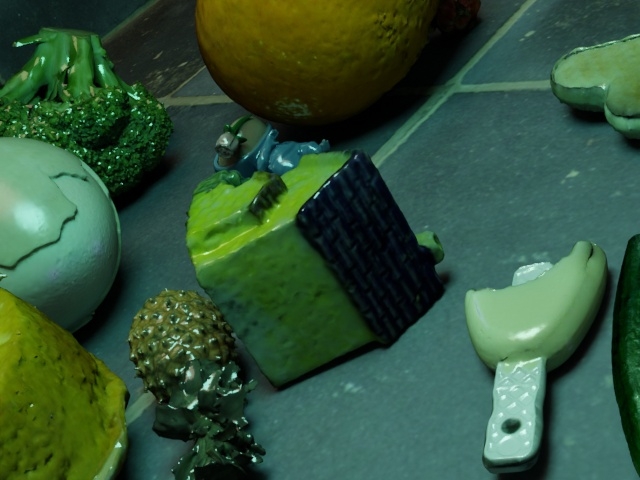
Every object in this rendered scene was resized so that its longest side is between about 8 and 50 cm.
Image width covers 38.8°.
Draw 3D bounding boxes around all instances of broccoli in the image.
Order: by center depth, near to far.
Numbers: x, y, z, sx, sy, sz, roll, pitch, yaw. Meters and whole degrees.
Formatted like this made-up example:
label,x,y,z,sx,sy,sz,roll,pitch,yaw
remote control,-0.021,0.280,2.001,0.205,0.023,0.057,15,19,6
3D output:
label,x,y,z,sx,sy,sz,roll,pitch,yaw
broccoli,-0.419,-0.190,1.505,0.413,0.321,0.310,-8,-39,-48

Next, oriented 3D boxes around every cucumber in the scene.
label,x,y,z,sx,sy,sz,roll,pitch,yaw
cucumber,0.251,0.077,0.693,0.056,0.056,0.284,-16,31,26

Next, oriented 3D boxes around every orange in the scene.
label,x,y,z,sx,sy,sz,roll,pitch,yaw
orange,0.011,-0.361,1.287,0.326,0.424,0.424,21,43,2

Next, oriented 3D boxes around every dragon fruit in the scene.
label,x,y,z,sx,sy,sz,roll,pitch,yaw
dragon fruit,0.205,-0.358,1.405,0.086,0.081,0.116,-28,-1,16

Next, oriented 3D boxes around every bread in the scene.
label,x,y,z,sx,sy,sz,roll,pitch,yaw
bread,-0.377,0.234,0.885,0.397,0.215,0.398,-20,35,15
bread,0.358,-0.176,0.980,0.172,0.064,0.232,-34,30,-6

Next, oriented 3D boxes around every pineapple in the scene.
label,x,y,z,sx,sy,sz,roll,pitch,yaw
pineapple,-0.117,0.145,0.885,0.125,0.125,0.251,-32,34,-1

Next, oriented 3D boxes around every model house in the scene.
label,x,y,z,sx,sy,sz,roll,pitch,yaw
model house,0.000,0.000,0.908,0.211,0.194,0.170,-24,27,14

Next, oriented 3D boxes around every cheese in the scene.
label,x,y,z,sx,sy,sz,roll,pitch,yaw
cheese,0.171,0.092,0.749,0.127,0.050,0.235,-12,35,26

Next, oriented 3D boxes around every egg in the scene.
label,x,y,z,sx,sy,sz,roll,pitch,yaw
egg,-0.398,0.005,1.192,0.278,0.278,0.336,-43,27,-21

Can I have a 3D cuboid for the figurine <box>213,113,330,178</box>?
label,x,y,z,sx,sy,sz,roll,pitch,yaw
figurine,-0.076,-0.122,1.241,0.178,0.144,0.114,7,60,33
